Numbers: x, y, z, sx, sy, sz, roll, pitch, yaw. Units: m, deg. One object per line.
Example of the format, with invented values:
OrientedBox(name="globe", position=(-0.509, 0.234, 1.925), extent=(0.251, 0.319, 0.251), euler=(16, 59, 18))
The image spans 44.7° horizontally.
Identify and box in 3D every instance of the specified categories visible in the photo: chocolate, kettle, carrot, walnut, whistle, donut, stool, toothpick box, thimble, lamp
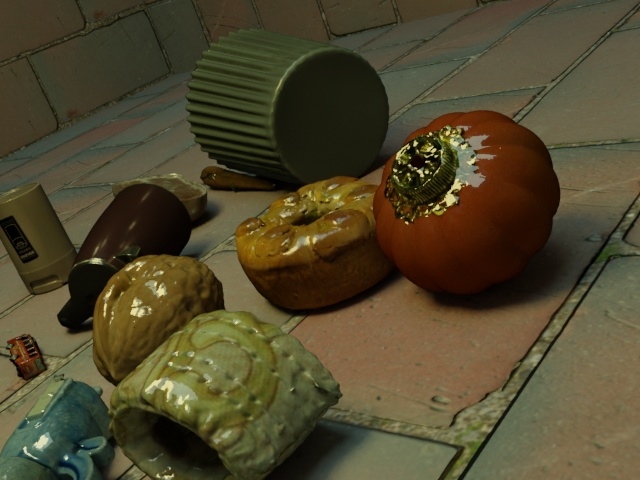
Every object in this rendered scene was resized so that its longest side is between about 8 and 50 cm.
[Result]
OrientedBox(name="chocolate", position=(-0.315, -0.068, 1.540), extent=(0.157, 0.080, 0.254), euler=(-13, 19, -23))
OrientedBox(name="kettle", position=(-0.327, 0.032, 1.242), extent=(0.202, 0.144, 0.232), euler=(-32, 18, 26))
OrientedBox(name="carrot", position=(-0.168, -0.122, 1.592), extent=(0.049, 0.049, 0.254), euler=(-34, 29, -32))
OrientedBox(name="walnut", position=(-0.197, 0.102, 0.931), extent=(0.156, 0.155, 0.184), euler=(-10, 33, 25))
OrientedBox(name="whistle", position=(-0.283, 0.236, 0.782), extent=(0.180, 0.093, 0.269), euler=(-18, 27, 23))
OrientedBox(name="donut", position=(0.000, 0.001, 1.046), extent=(0.227, 0.113, 0.226), euler=(-17, 21, 7))
OrientedBox(name="stool", position=(-0.061, -0.247, 1.483), extent=(0.297, 0.297, 0.330), euler=(-29, 28, -22))
OrientedBox(name="toothpick box", position=(-0.524, -0.004, 1.430), extent=(0.111, 0.180, 0.111), euler=(-19, 20, 7))
OrientedBox(name="thimble", position=(-0.089, 0.156, 0.728), extent=(0.191, 0.137, 0.143), euler=(13, 34, 31))
OrientedBox(name="lamp", position=(0.165, -0.044, 0.901), extent=(0.223, 0.197, 0.223), euler=(-25, 49, 33))

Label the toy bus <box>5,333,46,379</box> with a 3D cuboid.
OrientedBox(name="toy bus", position=(-0.431, 0.168, 1.138), extent=(0.043, 0.031, 0.110), euler=(-26, 24, -21))
